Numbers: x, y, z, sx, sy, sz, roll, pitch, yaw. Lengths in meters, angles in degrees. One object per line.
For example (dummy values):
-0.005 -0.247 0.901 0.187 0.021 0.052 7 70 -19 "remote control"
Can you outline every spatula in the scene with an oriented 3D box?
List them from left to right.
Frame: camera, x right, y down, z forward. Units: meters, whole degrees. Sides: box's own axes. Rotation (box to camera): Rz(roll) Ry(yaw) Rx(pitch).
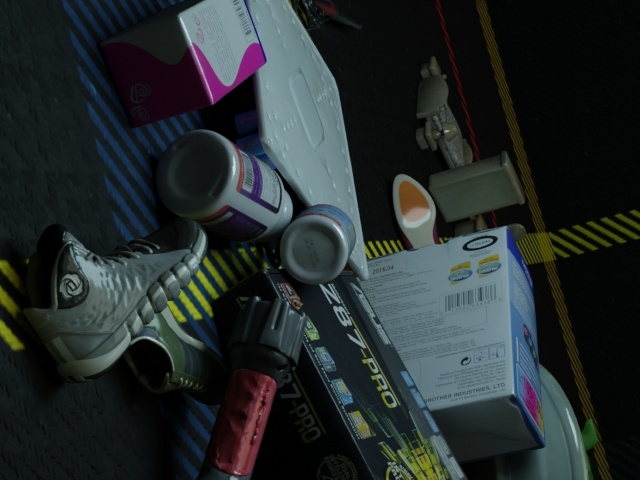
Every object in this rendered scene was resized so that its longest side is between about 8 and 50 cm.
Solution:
-0.079 -0.094 1.795 0.084 0.030 0.296 44 36 -58 "spatula"

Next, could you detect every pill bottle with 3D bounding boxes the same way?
-0.109 -0.058 1.575 0.193 0.108 0.108 31 47 -62 "pill bottle"
0.000 0.000 1.648 0.160 0.087 0.087 -58 130 -79 "pill bottle"

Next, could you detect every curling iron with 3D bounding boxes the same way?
0.014 -0.391 2.256 0.274 0.035 0.068 -8 87 -69 "curling iron"

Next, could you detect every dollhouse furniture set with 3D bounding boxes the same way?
0.343 -0.199 2.782 0.355 0.174 0.303 -82 150 -48 "dollhouse furniture set"

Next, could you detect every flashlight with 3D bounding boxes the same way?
-0.086 0.206 1.336 0.103 0.103 0.304 44 55 -48 "flashlight"

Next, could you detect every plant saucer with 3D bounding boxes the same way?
0.262 0.375 2.011 0.100 0.400 0.400 2 67 -26 "plant saucer"

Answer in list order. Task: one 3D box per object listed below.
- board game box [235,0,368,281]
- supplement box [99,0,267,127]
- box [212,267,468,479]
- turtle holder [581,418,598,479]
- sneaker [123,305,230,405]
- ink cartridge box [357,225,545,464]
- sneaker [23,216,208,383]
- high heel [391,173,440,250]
-0.040 -0.183 1.861 0.390 0.050 0.390 52 24 -54 "board game box"
-0.160 -0.227 1.561 0.220 0.114 0.111 -55 128 -66 "supplement box"
0.045 0.226 1.660 0.395 0.097 0.318 62 17 13 "box"
0.427 0.497 2.410 0.243 0.227 0.320 -70 141 -59 "turtle holder"
-0.163 0.135 1.365 0.192 0.064 0.086 55 31 -36 "sneaker"
0.189 0.144 1.979 0.395 0.270 0.151 -86 154 -42 "ink cartridge box"
-0.204 0.019 1.250 0.132 0.086 0.229 56 45 -23 "sneaker"
0.186 -0.003 2.404 0.244 0.082 0.117 62 -13 6 "high heel"
